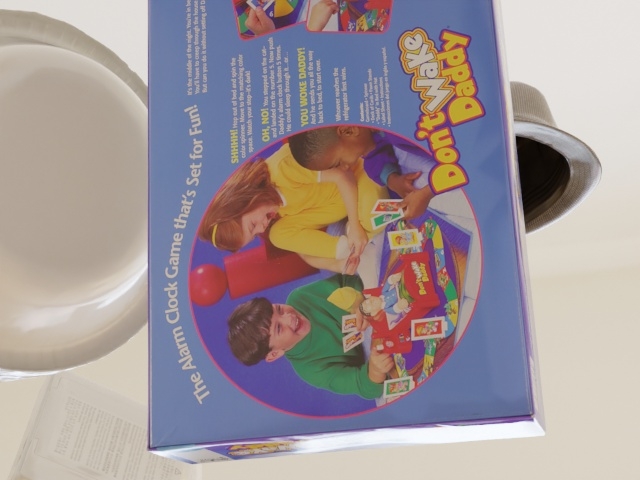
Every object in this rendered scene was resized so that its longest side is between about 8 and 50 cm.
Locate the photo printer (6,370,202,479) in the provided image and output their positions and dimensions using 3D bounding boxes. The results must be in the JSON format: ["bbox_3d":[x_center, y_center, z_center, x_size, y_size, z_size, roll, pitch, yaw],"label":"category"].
[{"bbox_3d":[-0.344,0.374,1.949,0.307,0.256,0.107,26,-52,-16],"label":"photo printer"}]

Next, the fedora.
[{"bbox_3d":[0.218,-0.111,1.499,0.243,0.124,0.275,16,-36,-18],"label":"fedora"}]

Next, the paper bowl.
[{"bbox_3d":[-0.229,-0.037,0.909,0.284,0.284,0.148,10,-16,-35],"label":"paper bowl"}]

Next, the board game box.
[{"bbox_3d":[0.009,-0.042,0.763,0.233,0.347,0.078,-7,-18,14],"label":"board game box"}]
